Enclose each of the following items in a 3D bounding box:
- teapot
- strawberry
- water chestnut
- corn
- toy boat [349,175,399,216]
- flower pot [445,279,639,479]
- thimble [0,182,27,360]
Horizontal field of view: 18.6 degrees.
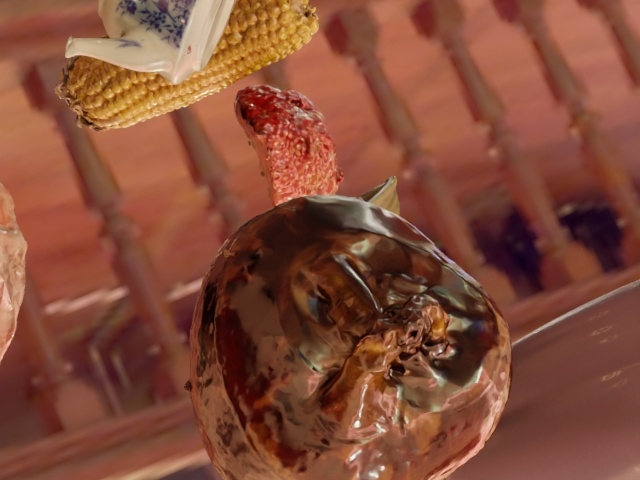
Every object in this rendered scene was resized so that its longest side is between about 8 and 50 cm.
[{"bbox_3d":[-0.160,-0.249,1.905,0.159,0.159,0.232,-50,-166,56],"label":"teapot"},{"bbox_3d":[-0.037,-0.122,2.223,0.098,0.174,0.228,-21,160,-2],"label":"strawberry"},{"bbox_3d":[0.022,0.076,1.313,0.224,0.223,0.238,-18,161,-22],"label":"water chestnut"},{"bbox_3d":[-0.152,-0.207,2.200,0.318,0.115,0.115,-20,167,21],"label":"corn"},{"bbox_3d":[0.000,0.000,1.803,0.093,0.055,0.293,-29,179,28],"label":"toy boat"},{"bbox_3d":[0.249,0.178,1.744,0.243,0.265,0.265,-21,167,25],"label":"flower pot"},{"bbox_3d":[-0.350,0.030,1.505,0.239,0.239,0.162,-33,143,27],"label":"thimble"}]
